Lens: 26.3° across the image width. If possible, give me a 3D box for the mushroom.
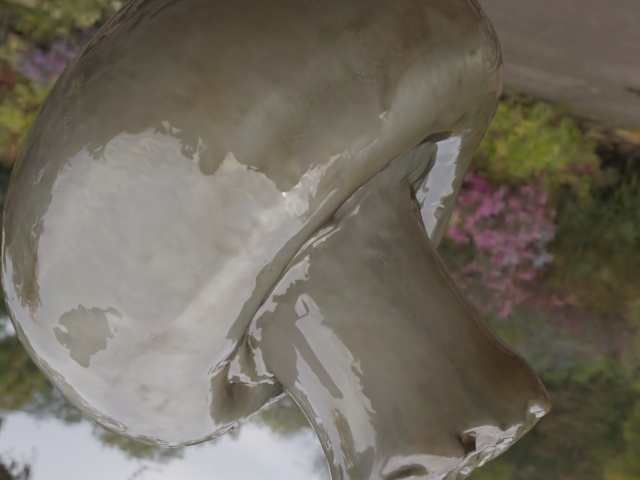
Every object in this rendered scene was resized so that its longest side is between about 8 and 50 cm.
[{"bbox_3d":[0.000,0.000,0.710,0.290,0.297,0.297,43,-166,15],"label":"mushroom"}]
